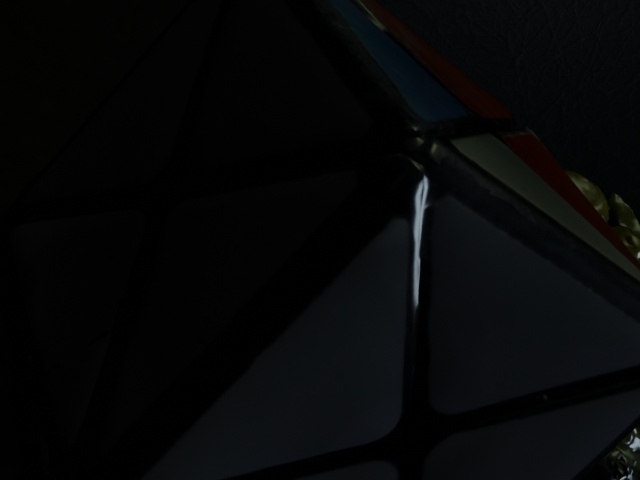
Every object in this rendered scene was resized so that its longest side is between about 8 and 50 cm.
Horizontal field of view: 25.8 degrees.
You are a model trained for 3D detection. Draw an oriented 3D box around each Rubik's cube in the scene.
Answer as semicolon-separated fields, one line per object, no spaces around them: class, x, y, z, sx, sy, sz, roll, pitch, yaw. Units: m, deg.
Rubik's cube;0.005;0.034;0.916;0.307;0.310;0.305;34;17;-37

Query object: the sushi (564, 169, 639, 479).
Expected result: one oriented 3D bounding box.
sushi;0.201;0.114;1.254;0.328;0.285;0.328;31;23;-44
